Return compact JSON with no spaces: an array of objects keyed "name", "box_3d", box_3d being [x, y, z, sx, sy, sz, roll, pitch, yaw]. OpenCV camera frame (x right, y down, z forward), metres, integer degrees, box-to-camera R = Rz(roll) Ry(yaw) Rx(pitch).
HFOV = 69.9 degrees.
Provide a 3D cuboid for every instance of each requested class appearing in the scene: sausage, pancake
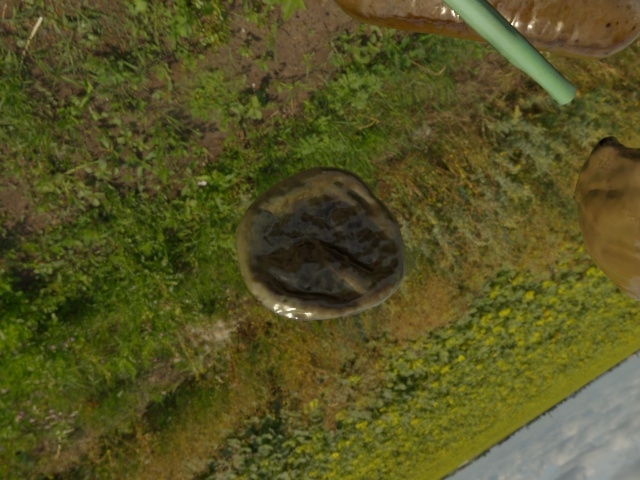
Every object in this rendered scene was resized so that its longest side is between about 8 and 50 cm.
[{"name":"sausage","box_3d":[0.243,-0.383,0.726,0.136,0.500,0.123,-42,145,-68]},{"name":"pancake","box_3d":[0.000,0.000,0.773,0.294,0.295,0.049,-25,165,-14]}]

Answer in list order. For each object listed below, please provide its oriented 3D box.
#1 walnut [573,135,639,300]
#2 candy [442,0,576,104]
[{"name":"walnut","box_3d":[0.294,-0.004,0.316,0.203,0.141,0.238,10,162,8]},{"name":"candy","box_3d":[0.044,-0.198,0.290,0.439,0.119,0.119,23,121,-29]}]
